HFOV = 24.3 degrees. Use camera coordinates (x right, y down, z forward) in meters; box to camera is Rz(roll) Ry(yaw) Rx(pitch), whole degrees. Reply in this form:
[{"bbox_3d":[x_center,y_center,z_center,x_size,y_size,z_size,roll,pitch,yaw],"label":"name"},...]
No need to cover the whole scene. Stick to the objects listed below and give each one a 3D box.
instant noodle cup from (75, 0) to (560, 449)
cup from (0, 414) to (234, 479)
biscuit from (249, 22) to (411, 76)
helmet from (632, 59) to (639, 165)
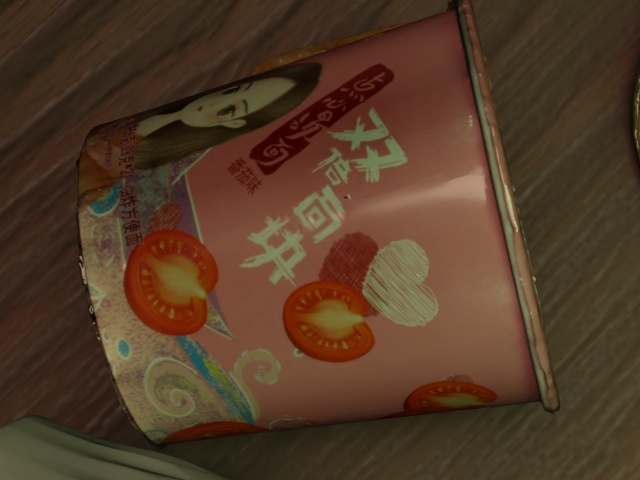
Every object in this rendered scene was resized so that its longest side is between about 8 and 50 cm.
[{"bbox_3d":[0.000,0.000,0.843,0.231,0.243,0.243,-12,79,7],"label":"instant noodle cup"},{"bbox_3d":[-0.043,0.262,0.785,0.371,0.253,0.253,27,82,11],"label":"cup"},{"bbox_3d":[0.022,-0.098,0.962,0.147,0.018,0.071,-13,78,0],"label":"biscuit"},{"bbox_3d":[0.301,-0.110,0.887,0.204,0.137,0.258,15,80,6],"label":"helmet"}]
